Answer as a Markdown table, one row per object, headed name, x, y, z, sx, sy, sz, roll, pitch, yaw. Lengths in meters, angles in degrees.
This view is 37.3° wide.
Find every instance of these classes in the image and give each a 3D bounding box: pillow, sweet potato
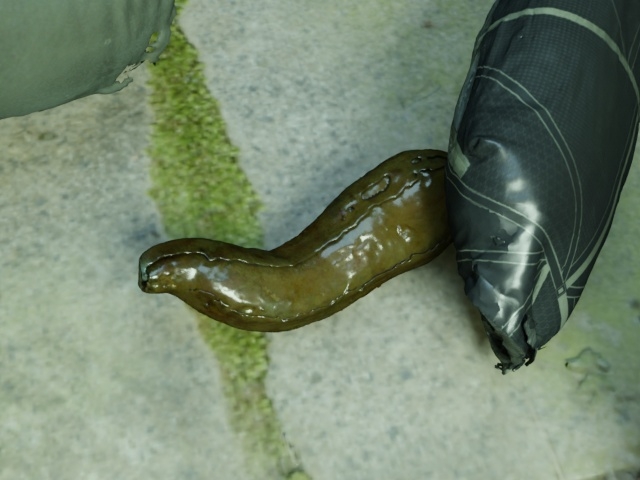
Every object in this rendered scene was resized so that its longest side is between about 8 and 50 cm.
| name | x | y | z | sx | sy | sz | roll | pitch | yaw |
| --- | --- | --- | --- | --- | --- | --- | --- | --- | --- |
| pillow | 0.155 | -0.075 | 0.611 | 0.092 | 0.161 | 0.335 | -2 | 47 | 37 |
| sweet potato | 0.001 | 0.006 | 0.593 | 0.233 | 0.062 | 0.081 | -22 | 96 | -23 |

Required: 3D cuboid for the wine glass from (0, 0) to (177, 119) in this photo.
| name | x | y | z | sx | sy | sz | roll | pitch | yaw |
| --- | --- | --- | --- | --- | --- | --- | --- | --- | --- |
| wine glass | -0.248 | -0.140 | 0.550 | 0.190 | 0.190 | 0.357 | 37 | 42 | 18 |
